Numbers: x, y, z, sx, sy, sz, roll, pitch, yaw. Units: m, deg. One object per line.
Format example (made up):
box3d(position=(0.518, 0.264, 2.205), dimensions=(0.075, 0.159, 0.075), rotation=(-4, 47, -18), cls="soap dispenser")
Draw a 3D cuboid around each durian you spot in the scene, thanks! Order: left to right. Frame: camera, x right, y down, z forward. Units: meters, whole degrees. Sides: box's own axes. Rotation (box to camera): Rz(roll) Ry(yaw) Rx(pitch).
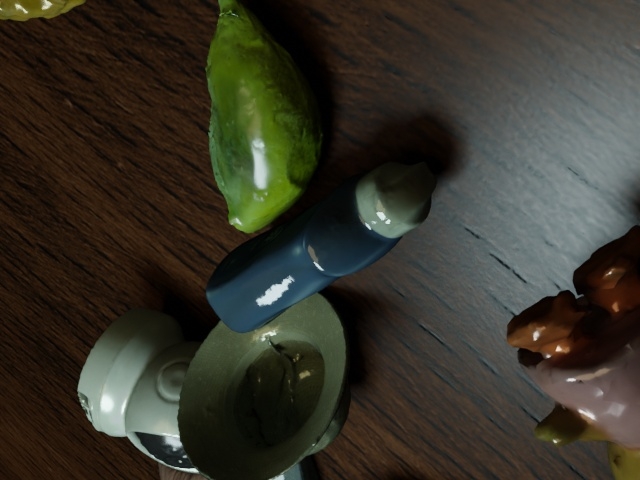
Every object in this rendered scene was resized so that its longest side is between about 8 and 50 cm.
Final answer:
box3d(position=(-0.067, -0.120, 0.879), dimensions=(0.139, 0.101, 0.250), rotation=(24, 133, 27), cls="durian")

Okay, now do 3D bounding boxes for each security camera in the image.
box3d(position=(-0.195, 0.220, 1.189), dimensions=(0.236, 0.194, 0.194), rotation=(24, 133, 19), cls="security camera")

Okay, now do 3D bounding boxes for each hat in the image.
box3d(position=(-0.040, 0.196, 1.050), dimensions=(0.257, 0.257, 0.130), rotation=(3, 153, 40), cls="hat")

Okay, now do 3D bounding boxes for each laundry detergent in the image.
box3d(position=(0.000, 0.000, 0.886), dimensions=(0.290, 0.143, 0.094), rotation=(-34, 93, 45), cls="laundry detergent")

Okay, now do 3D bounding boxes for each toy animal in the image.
box3d(position=(0.290, 0.144, 0.729), dimensions=(0.281, 0.195, 0.169), rotation=(50, 179, 5), cls="toy animal")

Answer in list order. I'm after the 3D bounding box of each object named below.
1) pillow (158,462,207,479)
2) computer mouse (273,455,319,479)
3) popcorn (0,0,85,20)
box3d(position=(-0.180, 0.472, 1.425), dimensions=(0.236, 0.084, 0.223), rotation=(-15, 96, 45), cls="pillow")
box3d(position=(-0.055, 0.371, 1.262), dimensions=(0.113, 0.068, 0.229), rotation=(10, 125, 38), cls="computer mouse")
box3d(position=(-0.296, -0.339, 0.852), dimensions=(0.250, 0.190, 0.250), rotation=(25, 140, 23), cls="popcorn")
